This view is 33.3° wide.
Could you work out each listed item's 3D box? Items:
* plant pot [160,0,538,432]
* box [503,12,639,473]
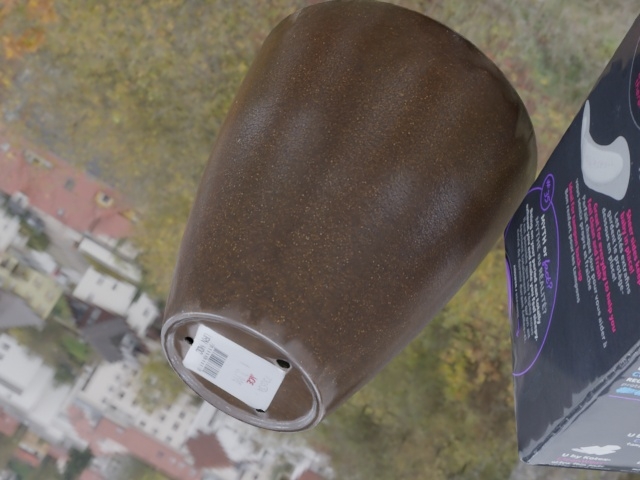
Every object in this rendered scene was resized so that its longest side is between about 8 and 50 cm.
[{"bbox_3d":[0.000,0.000,0.688,0.215,0.230,0.215,20,142,16],"label":"plant pot"},{"bbox_3d":[0.206,0.000,0.546,0.143,0.165,0.270,7,148,-8],"label":"box"}]
